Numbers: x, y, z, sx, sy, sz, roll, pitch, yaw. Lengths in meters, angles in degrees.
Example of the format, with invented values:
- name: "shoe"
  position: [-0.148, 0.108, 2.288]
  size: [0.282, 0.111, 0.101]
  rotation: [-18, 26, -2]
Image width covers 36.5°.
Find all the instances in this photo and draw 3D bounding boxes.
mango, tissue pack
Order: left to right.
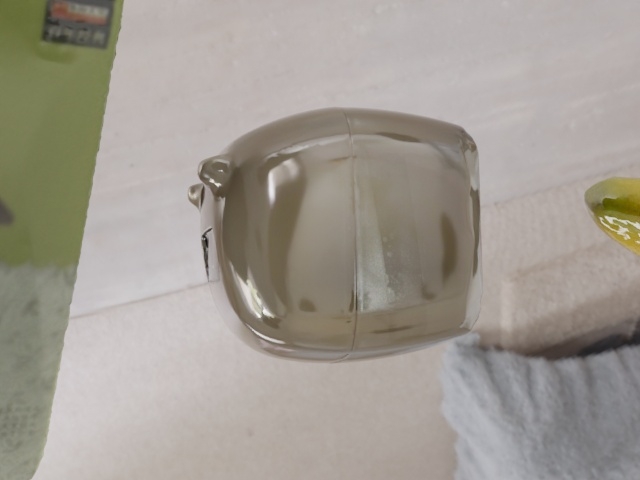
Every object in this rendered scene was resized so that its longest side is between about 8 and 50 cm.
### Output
- name: "tissue pack"
  position: [0.000, 0.000, 1.066]
  size: [0.276, 0.267, 0.387]
  rotation: [-4, 179, -9]
- name: "mango"
  position: [0.448, 0.003, 1.092]
  size: [0.119, 0.316, 0.176]
  rotation: [-63, 162, -5]

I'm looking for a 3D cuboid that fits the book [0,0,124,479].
- name: "book"
  position: [-0.252, 0.006, 0.536]
  size: [0.239, 0.035, 0.352]
  rotation: [2, 117, -31]
